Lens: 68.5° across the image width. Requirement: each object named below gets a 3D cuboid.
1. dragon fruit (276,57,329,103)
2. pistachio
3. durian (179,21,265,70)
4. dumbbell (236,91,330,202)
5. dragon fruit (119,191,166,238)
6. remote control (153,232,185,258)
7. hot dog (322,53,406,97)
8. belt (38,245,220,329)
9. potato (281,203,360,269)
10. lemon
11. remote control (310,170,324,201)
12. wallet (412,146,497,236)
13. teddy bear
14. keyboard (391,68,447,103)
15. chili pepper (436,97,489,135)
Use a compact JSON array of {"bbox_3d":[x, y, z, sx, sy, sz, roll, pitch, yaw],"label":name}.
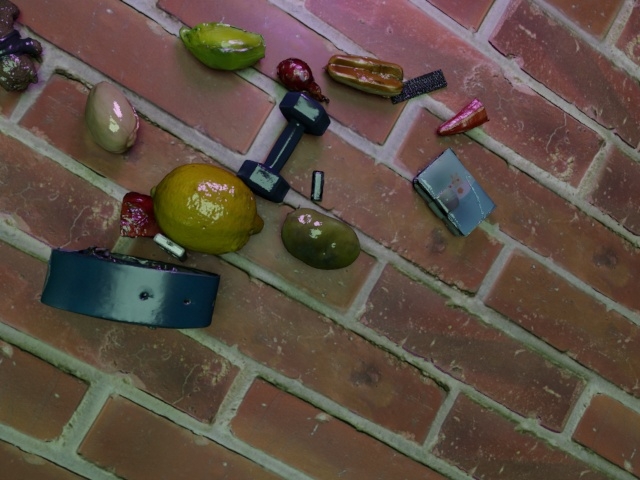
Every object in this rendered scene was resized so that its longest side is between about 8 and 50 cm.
[{"bbox_3d":[-0.044,-0.482,1.418,0.190,0.094,0.094,31,86,-13],"label":"dragon fruit"},{"bbox_3d":[-0.593,-0.342,1.315,0.145,0.117,0.201,-22,93,-3],"label":"pistachio"},{"bbox_3d":[-0.286,-0.565,1.374,0.250,0.101,0.139,-1,56,-9],"label":"durian"},{"bbox_3d":[-0.107,-0.271,1.380,0.156,0.143,0.316,31,85,-8],"label":"dumbbell"},{"bbox_3d":[-0.496,-0.070,1.320,0.120,0.161,0.127,-3,102,-7],"label":"dragon fruit"},{"bbox_3d":[-0.415,0.024,1.311,0.087,0.190,0.029,34,76,-8],"label":"remote control"},{"bbox_3d":[0.137,-0.512,1.450,0.269,0.072,0.110,11,80,-6],"label":"hot dog"},{"bbox_3d":[-0.494,0.125,1.246,0.436,0.300,0.173,14,87,-6],"label":"belt"},{"bbox_3d":[0.000,0.000,1.405,0.248,0.144,0.169,19,126,-13],"label":"potato"},{"bbox_3d":[-0.309,-0.084,1.299,0.319,0.245,0.245,19,88,-14],"label":"lemon"},{"bbox_3d":[-0.008,-0.170,1.462,0.039,0.014,0.096,5,91,-9],"label":"remote control"},{"bbox_3d":[0.426,-0.150,1.501,0.176,0.075,0.250,-41,96,-10],"label":"wallet"},{"bbox_3d":[-0.867,-0.530,1.264,0.181,0.129,0.252,-27,94,-6],"label":"teddy bear"},{"bbox_3d":[0.313,-0.494,1.508,0.195,0.018,0.060,-22,91,-9],"label":"keyboard"},{"bbox_3d":[0.446,-0.381,1.510,0.168,0.065,0.088,-29,94,-4],"label":"chili pepper"}]
